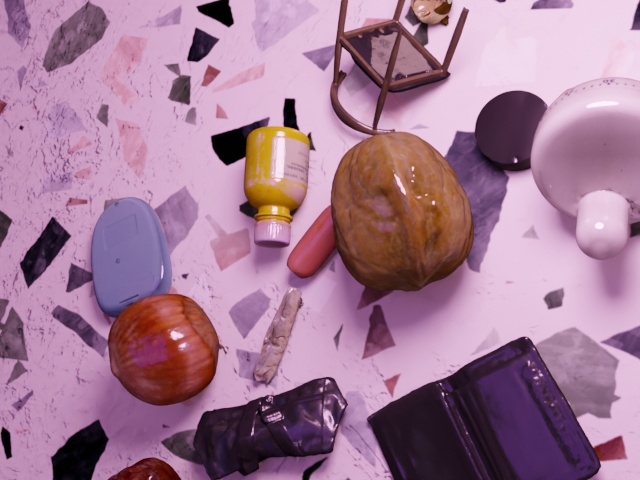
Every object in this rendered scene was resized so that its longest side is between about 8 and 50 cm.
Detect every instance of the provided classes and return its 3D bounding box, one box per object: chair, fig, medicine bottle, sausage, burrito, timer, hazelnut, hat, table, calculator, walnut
[{"bbox_3d":[0.126,-0.337,1.530,0.166,0.272,0.188,-22,60,-28],"label":"chair"},{"bbox_3d":[-0.281,0.527,1.522,0.274,0.170,0.145,50,120,8],"label":"fig"},{"bbox_3d":[-0.084,-0.095,1.590,0.121,0.122,0.213,-4,76,26],"label":"medicine bottle"},{"bbox_3d":[0.000,0.000,1.556,0.062,0.062,0.154,41,96,29],"label":"sausage"},{"bbox_3d":[-0.079,0.174,1.562,0.045,0.041,0.186,19,88,20],"label":"burrito"},{"bbox_3d":[0.430,-0.116,1.268,0.233,0.234,0.240,-5,37,25],"label":"timer"},{"bbox_3d":[-0.291,0.203,1.574,0.214,0.176,0.214,8,50,-9],"label":"hazelnut"},{"bbox_3d":[0.212,-0.438,1.570,0.076,0.059,0.077,-40,56,30],"label":"hat"},{"bbox_3d":[0.333,-0.188,1.449,0.133,0.043,0.134,-7,74,24],"label":"table"},{"bbox_3d":[-0.393,0.052,1.751,0.188,0.042,0.303,-23,64,19],"label":"calculator"},{"bbox_3d":[0.128,-0.051,1.408,0.227,0.283,0.283,-13,68,-8],"label":"walnut"}]

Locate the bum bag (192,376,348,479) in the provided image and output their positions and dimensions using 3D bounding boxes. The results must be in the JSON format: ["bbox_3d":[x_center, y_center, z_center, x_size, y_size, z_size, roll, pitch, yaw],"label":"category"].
[{"bbox_3d":[-0.092,0.337,1.508,0.310,0.074,0.137,-20,59,20],"label":"bum bag"}]

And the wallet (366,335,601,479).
[{"bbox_3d":[0.249,0.321,1.357,0.323,0.041,0.247,-33,64,19],"label":"wallet"}]
